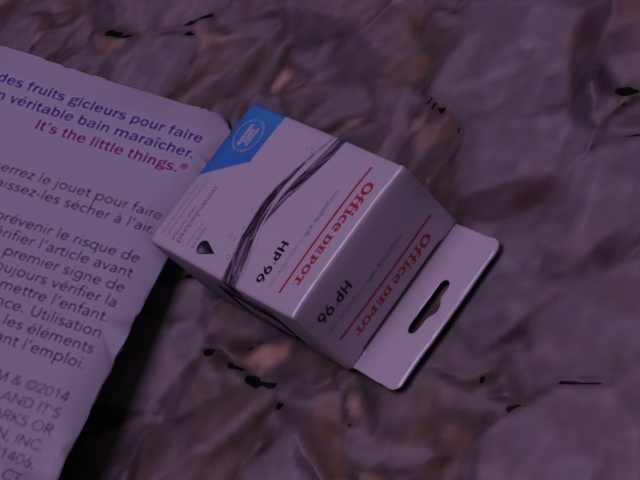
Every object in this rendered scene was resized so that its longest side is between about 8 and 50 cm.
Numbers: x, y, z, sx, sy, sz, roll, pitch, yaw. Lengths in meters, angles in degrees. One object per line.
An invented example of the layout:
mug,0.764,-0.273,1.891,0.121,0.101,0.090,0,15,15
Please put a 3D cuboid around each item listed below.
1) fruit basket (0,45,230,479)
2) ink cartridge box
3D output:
fruit basket,-0.236,0.060,0.482,0.327,0.165,0.353,16,52,10
ink cartridge box,0.000,0.000,0.461,0.083,0.028,0.048,26,77,48
